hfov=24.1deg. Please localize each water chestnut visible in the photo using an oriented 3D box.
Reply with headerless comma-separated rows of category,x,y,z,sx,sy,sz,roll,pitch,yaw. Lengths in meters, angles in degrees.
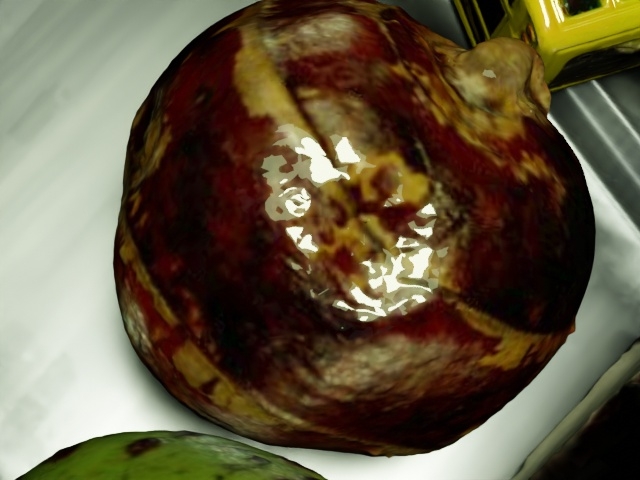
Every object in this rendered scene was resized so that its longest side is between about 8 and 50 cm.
water chestnut,0.000,0.000,0.689,0.223,0.238,0.224,27,41,-26

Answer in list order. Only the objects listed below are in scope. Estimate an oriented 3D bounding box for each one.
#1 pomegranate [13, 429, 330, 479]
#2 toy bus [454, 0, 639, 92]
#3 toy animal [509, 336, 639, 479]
pomegranate,-0.093,0.174,0.596,0.306,0.242,0.242,30,73,-31
toy bus,0.229,-0.186,0.782,0.331,0.145,0.151,-18,81,-8
toy animal,0.204,0.151,0.691,0.235,0.165,0.187,45,78,2
